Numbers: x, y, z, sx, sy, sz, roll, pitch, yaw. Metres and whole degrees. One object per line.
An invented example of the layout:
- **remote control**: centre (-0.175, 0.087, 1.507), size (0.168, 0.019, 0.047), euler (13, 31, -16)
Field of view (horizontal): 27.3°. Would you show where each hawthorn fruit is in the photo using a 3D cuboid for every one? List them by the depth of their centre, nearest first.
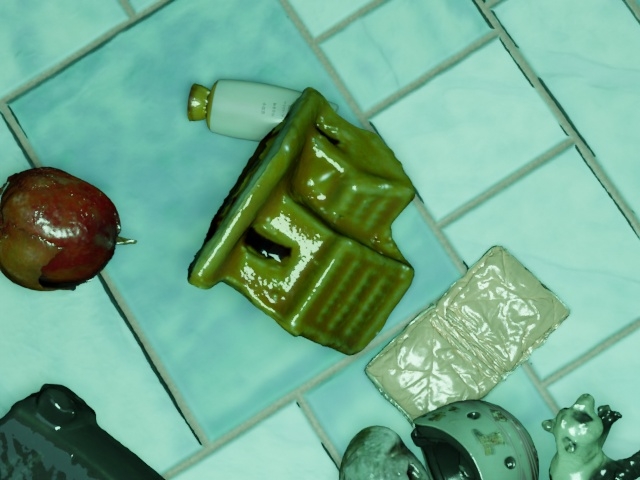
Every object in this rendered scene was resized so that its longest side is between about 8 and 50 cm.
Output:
- **hawthorn fruit**: centre (-0.302, -0.009, 1.552), size (0.172, 0.148, 0.148), euler (10, 80, -10)

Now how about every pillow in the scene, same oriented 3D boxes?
- **pillow**: centre (0.171, 0.118, 1.539), size (0.232, 0.043, 0.126), euler (-42, 84, -6)

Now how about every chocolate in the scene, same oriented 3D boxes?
- **chocolate**: centre (0.094, 0.327, 1.475), size (0.110, 0.110, 0.248), euler (-22, 78, 0)

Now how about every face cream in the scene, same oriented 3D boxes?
- **face cream**: centre (-0.070, -0.155, 1.601), size (0.182, 0.051, 0.072), euler (8, 81, 5)

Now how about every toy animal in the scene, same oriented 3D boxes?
- **toy animal**: centre (0.294, 0.264, 1.437), size (0.121, 0.225, 0.094), euler (-20, 38, -21)

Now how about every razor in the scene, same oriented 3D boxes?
- **razor**: centre (-0.257, 0.321, 1.499), size (0.327, 0.107, 0.189), euler (43, 86, 11)

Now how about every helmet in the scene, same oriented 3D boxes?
- **helmet**: centre (0.180, 0.242, 1.452), size (0.107, 0.177, 0.153), euler (-34, 68, -11)

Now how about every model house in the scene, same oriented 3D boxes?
- **model house**: centre (0.007, -0.008, 1.507), size (0.239, 0.173, 0.268), euler (35, 86, -8)
